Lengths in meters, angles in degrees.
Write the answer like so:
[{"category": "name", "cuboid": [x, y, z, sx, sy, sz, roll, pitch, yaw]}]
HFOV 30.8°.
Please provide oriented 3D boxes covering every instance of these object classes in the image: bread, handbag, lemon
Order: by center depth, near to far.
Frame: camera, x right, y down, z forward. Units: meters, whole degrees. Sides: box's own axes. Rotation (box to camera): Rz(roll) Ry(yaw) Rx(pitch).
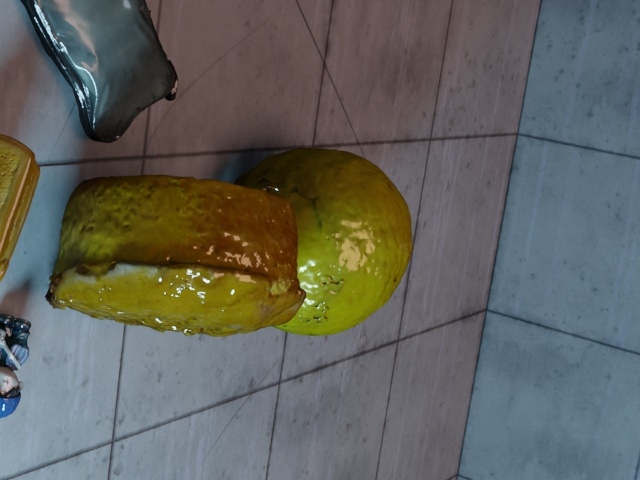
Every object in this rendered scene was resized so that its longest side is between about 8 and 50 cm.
[{"category": "bread", "cuboid": [-0.460, -0.047, 1.578, 0.077, 0.116, 0.200, 45, 63, -82]}, {"category": "handbag", "cuboid": [-0.320, -0.304, 1.714, 0.191, 0.075, 0.332, -49, 137, -31]}, {"category": "bread", "cuboid": [-0.223, 0.032, 1.747, 0.398, 0.398, 0.215, 21, 72, -59]}, {"category": "lemon", "cuboid": [0.000, 0.000, 2.112, 0.387, 0.350, 0.349, -8, 110, -49]}]

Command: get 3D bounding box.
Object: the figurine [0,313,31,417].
[{"category": "figurine", "cuboid": [-0.472, 0.185, 1.702, 0.087, 0.086, 0.149, 137, -33, -70]}]
